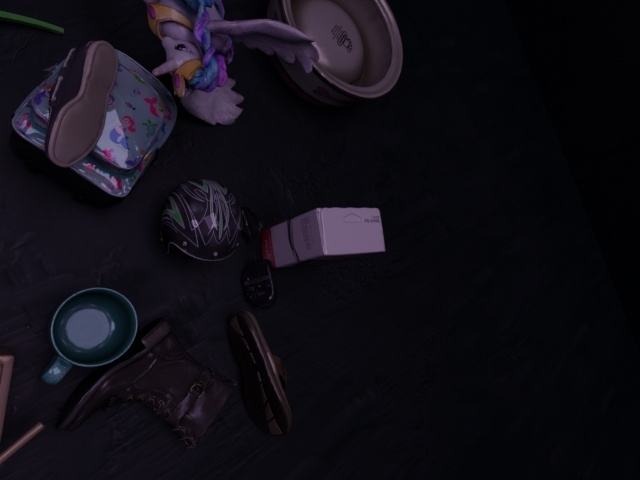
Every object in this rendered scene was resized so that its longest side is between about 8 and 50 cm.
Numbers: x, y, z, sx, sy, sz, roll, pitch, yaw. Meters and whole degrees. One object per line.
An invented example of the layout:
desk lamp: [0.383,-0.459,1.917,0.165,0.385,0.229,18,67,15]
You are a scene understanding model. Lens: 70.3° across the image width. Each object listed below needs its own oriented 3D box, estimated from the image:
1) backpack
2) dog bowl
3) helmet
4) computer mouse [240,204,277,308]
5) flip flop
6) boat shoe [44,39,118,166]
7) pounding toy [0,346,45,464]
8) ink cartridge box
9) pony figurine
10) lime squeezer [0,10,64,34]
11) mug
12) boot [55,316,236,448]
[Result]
backpack: [-0.388,-0.219,0.818,0.225,0.191,0.253,38,55,-24]
dog bowl: [0.027,-0.544,1.221,0.409,0.150,0.407,10,73,-36]
helmet: [-0.232,-0.038,0.897,0.170,0.162,0.169,9,74,-35]
computer mouse: [-0.146,0.035,1.023,0.041,0.071,0.241,26,51,-76]
flip flop: [-0.116,0.277,0.960,0.080,0.112,0.276,-13,82,-53]
boat shoe: [-0.373,-0.208,0.689,0.075,0.065,0.205,45,58,-68]
pounding toy: [-0.514,0.265,0.666,0.181,0.094,0.205,11,82,-40]
ink cartridge box: [0.000,0.000,1.015,0.172,0.237,0.100,-3,81,-37]
pony figurine: [-0.226,-0.399,0.883,0.351,0.303,0.363,-6,67,-58]
lime squeezer: [-0.601,-0.357,0.763,0.310,0.059,0.109,-45,107,-36]
mug: [-0.402,0.152,0.767,0.158,0.097,0.129,-20,92,-38]
boot: [-0.295,0.293,0.821,0.263,0.091,0.228,-46,109,-34]
